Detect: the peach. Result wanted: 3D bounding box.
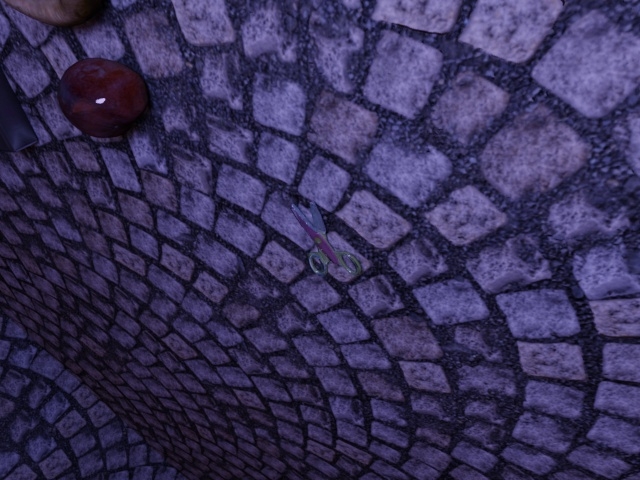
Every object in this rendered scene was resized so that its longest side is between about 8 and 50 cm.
[{"bbox_3d":[-0.417,-0.263,0.827,0.152,0.152,0.152,16,132,19],"label":"peach"}]

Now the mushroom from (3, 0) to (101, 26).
[{"bbox_3d":[-0.432,-0.437,0.704,0.286,0.156,0.151,-7,135,48],"label":"mushroom"}]

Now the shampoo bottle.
[{"bbox_3d":[-0.782,-0.337,1.031,0.079,0.080,0.246,10,130,22],"label":"shampoo bottle"}]

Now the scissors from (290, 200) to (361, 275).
[{"bbox_3d":[0.000,0.000,0.888,0.134,0.020,0.187,-4,124,38],"label":"scissors"}]
